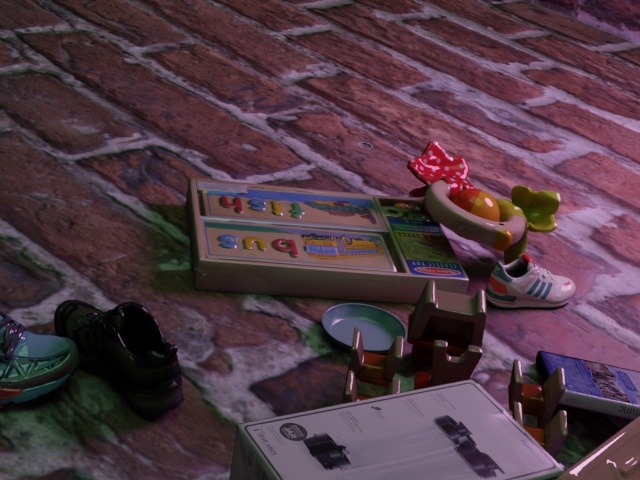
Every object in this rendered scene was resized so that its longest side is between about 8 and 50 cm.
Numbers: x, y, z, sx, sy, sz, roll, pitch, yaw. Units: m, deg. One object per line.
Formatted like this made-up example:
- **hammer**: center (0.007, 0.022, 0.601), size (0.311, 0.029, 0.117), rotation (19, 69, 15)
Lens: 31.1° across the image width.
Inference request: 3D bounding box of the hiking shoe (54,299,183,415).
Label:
- **hiking shoe**: center (-0.242, 0.112, 1.404), size (0.227, 0.114, 0.086), rotation (30, 33, 33)

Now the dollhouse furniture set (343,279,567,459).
- **dollhouse furniture set**: center (0.159, 0.185, 1.444), size (0.262, 0.135, 0.259), rotation (11, 39, 0)

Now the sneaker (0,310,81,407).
- **sneaker**: center (-0.408, 0.115, 1.327), size (0.262, 0.125, 0.104), rotation (5, 28, -12)

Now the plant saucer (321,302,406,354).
- **plant saucer**: center (0.059, 0.127, 1.589), size (0.119, 0.021, 0.119), rotation (8, 27, -4)

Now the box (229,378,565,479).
- **box**: center (0.075, 0.238, 1.141), size (0.290, 0.087, 0.169), rotation (-7, 32, -30)

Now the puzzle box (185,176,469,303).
- **puzzle box**: center (0.000, 0.000, 1.777), size (0.409, 0.052, 0.272), rotation (4, 29, -13)

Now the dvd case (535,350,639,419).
- **dvd case**: center (0.419, 0.204, 1.523), size (0.253, 0.022, 0.180), rotation (12, 11, 2)

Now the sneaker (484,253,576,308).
- **sneaker**: center (0.328, 0.059, 1.756), size (0.161, 0.075, 0.057), rotation (-2, 30, -22)

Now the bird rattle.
- **bird rattle**: center (0.243, -0.060, 1.803), size (0.253, 0.143, 0.207), rotation (34, 23, 8)

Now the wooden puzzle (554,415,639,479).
- **wooden puzzle**: center (0.405, 0.330, 1.172), size (0.322, 0.080, 0.348), rotation (47, 36, 20)
